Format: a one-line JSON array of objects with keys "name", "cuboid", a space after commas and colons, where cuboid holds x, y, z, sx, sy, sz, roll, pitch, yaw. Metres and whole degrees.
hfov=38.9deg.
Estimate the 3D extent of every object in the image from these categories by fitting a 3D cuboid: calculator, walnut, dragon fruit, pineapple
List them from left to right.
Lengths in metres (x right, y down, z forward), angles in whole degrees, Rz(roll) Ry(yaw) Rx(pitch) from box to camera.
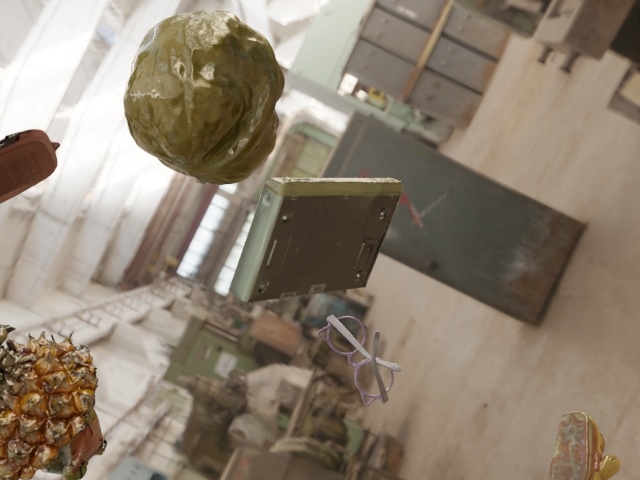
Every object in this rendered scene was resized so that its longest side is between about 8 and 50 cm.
[{"name": "pineapple", "cuboid": [-0.507, 0.193, 1.329, 0.263, 0.271, 0.262, -24, 40, 23]}, {"name": "calculator", "cuboid": [-0.715, -0.139, 1.953, 0.330, 0.048, 0.220, -27, -21, -14]}, {"name": "dragon fruit", "cuboid": [-0.517, 0.334, 1.747, 0.130, 0.268, 0.295, -32, -35, -33]}, {"name": "walnut", "cuboid": [-0.194, -0.242, 1.542, 0.282, 0.253, 0.276, 95, -175, -82]}]

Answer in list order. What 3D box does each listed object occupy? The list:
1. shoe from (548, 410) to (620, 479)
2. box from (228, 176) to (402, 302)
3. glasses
[{"name": "shoe", "cuboid": [0.291, 0.247, 0.996, 0.072, 0.069, 0.109, -26, 50, 29]}, {"name": "box", "cuboid": [0.000, 0.000, 1.352, 0.270, 0.045, 0.210, -2, -60, -47]}, {"name": "glasses", "cuboid": [0.058, 0.155, 1.188, 0.063, 0.140, 0.104, -32, 0, -8]}]
